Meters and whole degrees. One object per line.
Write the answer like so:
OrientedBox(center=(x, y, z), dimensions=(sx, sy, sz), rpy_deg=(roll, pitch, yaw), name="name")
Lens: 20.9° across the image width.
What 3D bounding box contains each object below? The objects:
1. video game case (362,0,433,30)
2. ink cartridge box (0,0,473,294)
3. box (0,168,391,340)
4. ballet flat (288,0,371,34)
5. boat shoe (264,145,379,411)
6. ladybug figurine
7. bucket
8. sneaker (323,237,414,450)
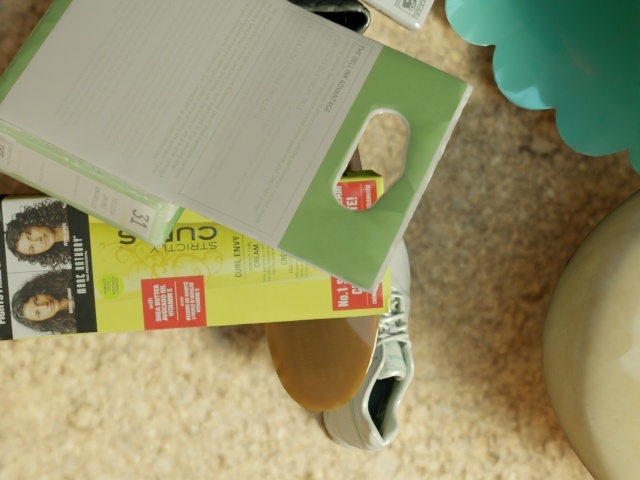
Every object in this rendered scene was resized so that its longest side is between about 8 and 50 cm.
OrientedBox(center=(0.038, -0.237, 1.113), dimensions=(0.143, 0.019, 0.157), rpy_deg=(29, 82, -24), name="video game case")
OrientedBox(center=(-0.053, -0.069, 0.979), dimensions=(0.235, 0.056, 0.171), rpy_deg=(27, 55, 0), name="ink cartridge box")
OrientedBox(center=(-0.078, 0.008, 1.012), dimensions=(0.232, 0.058, 0.087), rpy_deg=(-3, 96, -4), name="box")
OrientedBox(center=(-0.050, -0.122, 1.063), dimensions=(0.173, 0.049, 0.057), rpy_deg=(-23, 102, -22), name="ballet flat")
OrientedBox(center=(0.000, 0.000, 1.082), dimensions=(0.073, 0.073, 0.207), rpy_deg=(-1, 95, 1), name="boat shoe")
OrientedBox(center=(0.337, 0.077, 1.200), dimensions=(0.449, 0.162, 0.305), rpy_deg=(7, 91, -26), name="ladybug figurine")
OrientedBox(center=(0.219, -0.197, 1.066), dimensions=(0.183, 0.281, 0.281), rpy_deg=(-44, 110, -26), name="bucket")
OrientedBox(center=(0.040, 0.062, 1.114), dimensions=(0.054, 0.061, 0.152), rpy_deg=(4, 91, -24), name="sneaker")
